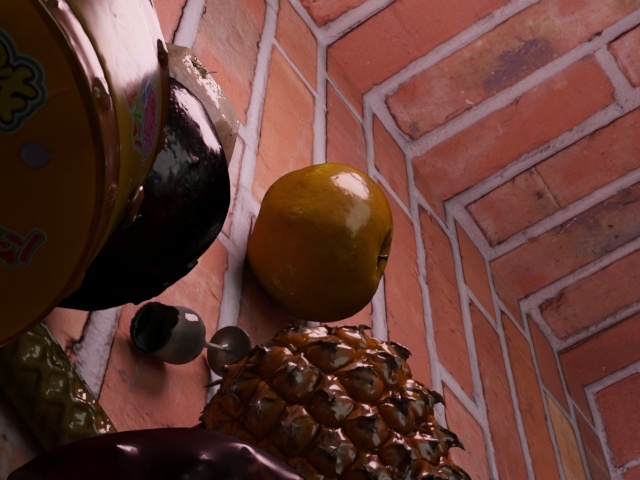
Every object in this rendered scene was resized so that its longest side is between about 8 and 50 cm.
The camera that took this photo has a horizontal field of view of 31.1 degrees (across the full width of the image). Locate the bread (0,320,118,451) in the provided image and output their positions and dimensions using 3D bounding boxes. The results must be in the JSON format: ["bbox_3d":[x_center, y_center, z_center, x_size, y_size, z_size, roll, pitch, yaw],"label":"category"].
[{"bbox_3d":[-0.300,0.136,1.212,0.367,0.077,0.084,56,-5,-7],"label":"bread"}]

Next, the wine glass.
[{"bbox_3d":[-0.174,0.135,1.556,0.195,0.079,0.079,28,35,-59],"label":"wine glass"}]

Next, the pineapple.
[{"bbox_3d":[0.003,0.282,1.427,0.352,0.352,0.300,41,16,-43],"label":"pineapple"}]

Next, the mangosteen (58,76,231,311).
[{"bbox_3d":[-0.256,-0.073,1.315,0.330,0.330,0.330,50,20,-26],"label":"mangosteen"}]

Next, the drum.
[{"bbox_3d":[-0.346,-0.117,0.970,0.431,0.431,0.214,53,21,-16],"label":"drum"}]

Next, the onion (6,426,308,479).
[{"bbox_3d":[-0.159,0.354,0.960,0.398,0.398,0.420,60,-26,2],"label":"onion"}]

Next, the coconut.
[{"bbox_3d":[-0.223,-0.161,1.684,0.234,0.224,0.224,45,19,-2],"label":"coconut"}]

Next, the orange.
[{"bbox_3d":[0.000,0.000,1.948,0.279,0.235,0.279,12,90,-81],"label":"orange"}]
